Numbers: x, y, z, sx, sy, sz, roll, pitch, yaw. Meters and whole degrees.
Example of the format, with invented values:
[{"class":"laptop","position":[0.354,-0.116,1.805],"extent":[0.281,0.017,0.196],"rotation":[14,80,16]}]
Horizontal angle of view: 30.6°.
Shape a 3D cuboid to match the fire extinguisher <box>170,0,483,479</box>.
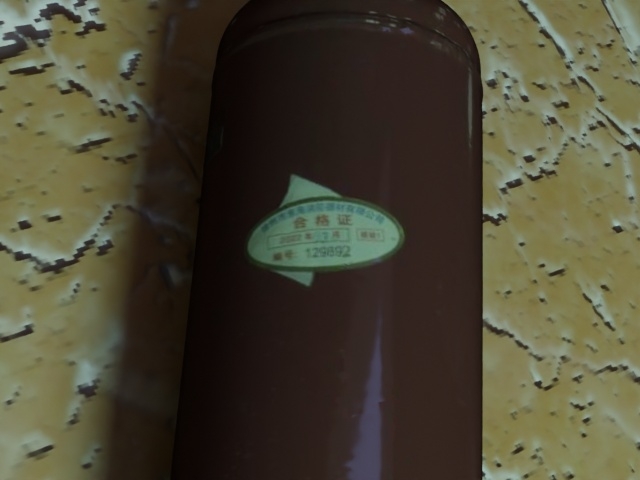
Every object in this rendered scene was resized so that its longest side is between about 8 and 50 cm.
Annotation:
[{"class":"fire extinguisher","position":[0.000,0.000,0.457],"extent":[0.135,0.114,0.337],"rotation":[20,60,-30]}]
